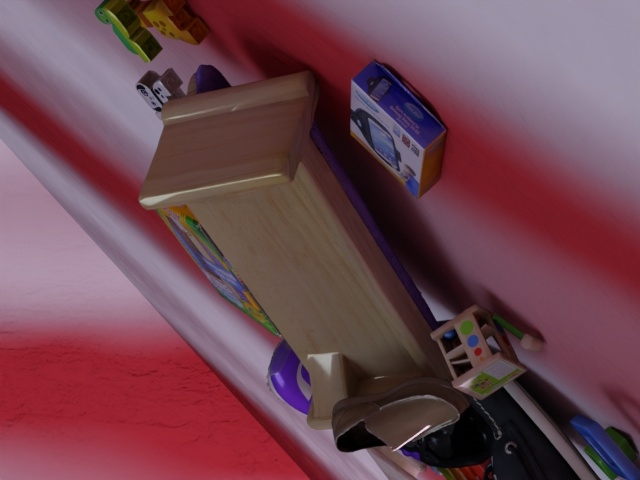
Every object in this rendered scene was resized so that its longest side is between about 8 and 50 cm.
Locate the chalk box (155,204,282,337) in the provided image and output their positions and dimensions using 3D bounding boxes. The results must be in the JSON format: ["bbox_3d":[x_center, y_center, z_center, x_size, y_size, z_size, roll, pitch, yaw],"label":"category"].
[{"bbox_3d":[-0.054,-0.002,1.896,0.132,0.132,0.213,31,159,53],"label":"chalk box"}]

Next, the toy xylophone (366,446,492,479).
[{"bbox_3d":[0.147,0.280,2.244,0.323,0.081,0.236,34,163,49],"label":"toy xylophone"}]

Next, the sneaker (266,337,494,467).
[{"bbox_3d":[0.080,0.171,1.990,0.293,0.102,0.146,27,174,-39],"label":"sneaker"}]

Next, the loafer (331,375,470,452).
[{"bbox_3d":[0.071,0.164,1.686,0.148,0.050,0.056,-20,130,38],"label":"loafer"}]

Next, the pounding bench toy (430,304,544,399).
[{"bbox_3d":[0.151,0.088,1.646,0.052,0.083,0.065,28,-147,-52],"label":"pounding bench toy"}]

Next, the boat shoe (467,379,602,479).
[{"bbox_3d":[0.204,0.237,1.734,0.340,0.113,0.127,49,-179,35],"label":"boat shoe"}]

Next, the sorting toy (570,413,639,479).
[{"bbox_3d":[0.345,0.268,1.574,0.347,0.047,0.196,48,176,9],"label":"sorting toy"}]

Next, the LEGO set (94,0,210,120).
[{"bbox_3d":[-0.184,-0.216,1.742,0.093,0.087,0.227,1,135,54],"label":"LEGO set"}]

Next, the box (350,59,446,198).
[{"bbox_3d":[0.059,-0.087,1.455,0.081,0.028,0.136,45,170,13],"label":"box"}]

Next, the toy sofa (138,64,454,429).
[{"bbox_3d":[0.000,0.000,1.694,0.150,0.177,0.362,-8,135,28],"label":"toy sofa"}]
